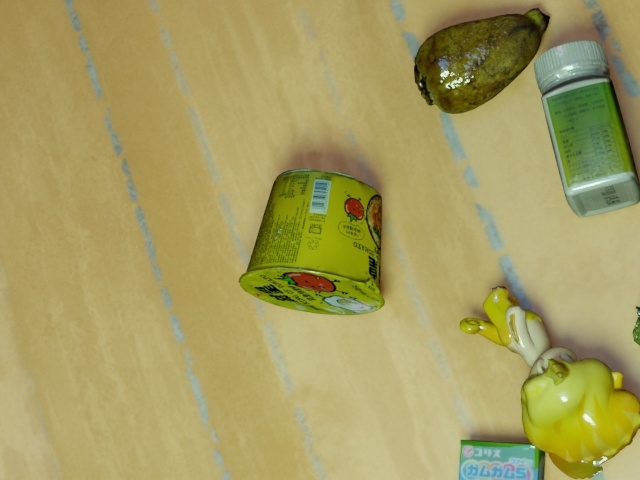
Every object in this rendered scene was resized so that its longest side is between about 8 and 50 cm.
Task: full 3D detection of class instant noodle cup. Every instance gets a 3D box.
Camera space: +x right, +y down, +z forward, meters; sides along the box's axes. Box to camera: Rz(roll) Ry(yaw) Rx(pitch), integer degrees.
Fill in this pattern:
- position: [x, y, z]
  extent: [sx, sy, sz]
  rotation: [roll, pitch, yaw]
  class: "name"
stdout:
- position: [0.000, 0.000, 1.604]
  extent: [0.182, 0.182, 0.144]
  rotation: [3, 71, 19]
  class: "instant noodle cup"

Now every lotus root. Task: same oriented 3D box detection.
- position: [0.207, -0.235, 1.621]
  extent: [0.191, 0.094, 0.108]
  rotation: [-29, 106, 6]
  class: "lotus root"

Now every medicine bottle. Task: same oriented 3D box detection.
- position: [0.317, -0.135, 1.538]
  extent: [0.088, 0.132, 0.188]
  rotation: [-15, 74, 15]
  class: "medicine bottle"

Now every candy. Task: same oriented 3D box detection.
- position: [0.209, 0.335, 1.517]
  extent: [0.097, 0.062, 0.194]
  rotation: [1, 78, 20]
  class: "candy"

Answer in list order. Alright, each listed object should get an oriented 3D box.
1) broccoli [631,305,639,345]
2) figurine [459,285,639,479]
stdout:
- position: [0.421, 0.109, 1.470]
  extent: [0.131, 0.130, 0.120]
  rotation: [12, 119, 6]
  class: "broccoli"
- position: [0.269, 0.160, 1.493]
  extent: [0.131, 0.156, 0.246]
  rotation: [-42, 52, 10]
  class: "figurine"
